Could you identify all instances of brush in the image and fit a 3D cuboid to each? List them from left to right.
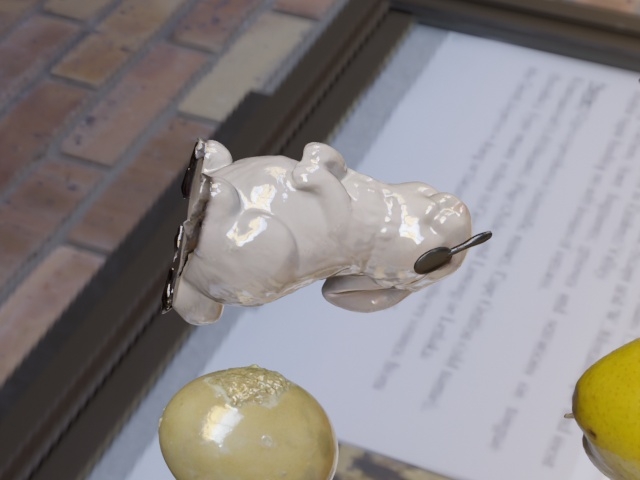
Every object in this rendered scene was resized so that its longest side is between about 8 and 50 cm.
[{"bbox_3d":[0.123,0.010,1.209,0.083,0.008,0.024,-25,121,-10],"label":"brush"}]

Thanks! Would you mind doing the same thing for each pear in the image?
[{"bbox_3d":[0.483,0.209,1.568,0.285,0.336,0.285,-59,170,-17],"label":"pear"}]

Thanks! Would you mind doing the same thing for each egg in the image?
[{"bbox_3d":[-0.074,0.215,1.364,0.201,0.164,0.164,24,80,-28],"label":"egg"}]

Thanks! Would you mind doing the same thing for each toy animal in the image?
[{"bbox_3d":[0.000,0.000,1.587,0.194,0.357,0.257,-97,-158,-54],"label":"toy animal"}]

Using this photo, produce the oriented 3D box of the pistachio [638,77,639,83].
[{"bbox_3d":[0.530,-0.189,1.517,0.214,0.318,0.193,4,96,-59],"label":"pistachio"}]
